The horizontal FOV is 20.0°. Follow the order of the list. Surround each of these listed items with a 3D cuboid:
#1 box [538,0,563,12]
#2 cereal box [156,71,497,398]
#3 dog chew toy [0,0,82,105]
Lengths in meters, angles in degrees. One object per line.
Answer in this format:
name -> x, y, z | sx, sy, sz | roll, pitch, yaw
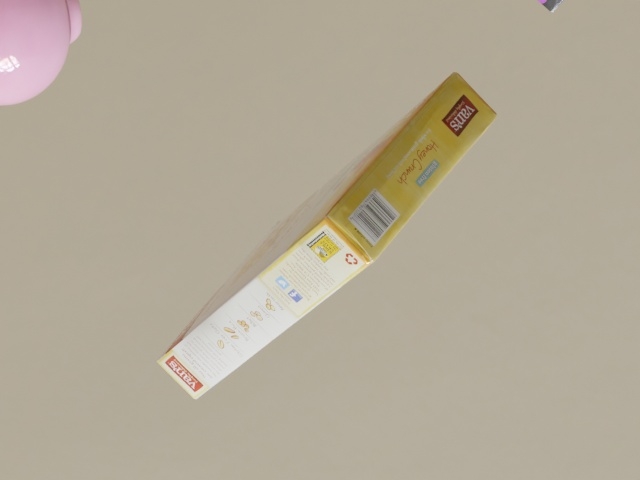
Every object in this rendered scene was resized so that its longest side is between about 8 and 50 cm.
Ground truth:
box -> 0.164, -0.274, 1.455 | 0.162, 0.116, 0.029 | 41, -138, -6
cereal box -> 0.000, 0.000, 1.218 | 0.047, 0.240, 0.173 | 45, -131, -5
dog chew toy -> -0.345, -0.152, 1.385 | 0.332, 0.206, 0.206 | -13, -122, -23
